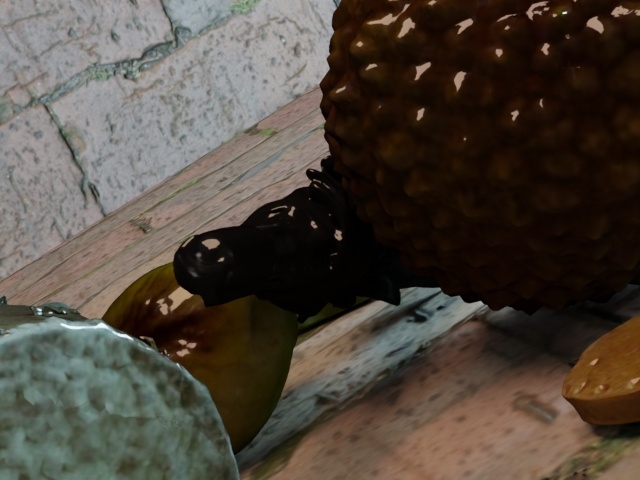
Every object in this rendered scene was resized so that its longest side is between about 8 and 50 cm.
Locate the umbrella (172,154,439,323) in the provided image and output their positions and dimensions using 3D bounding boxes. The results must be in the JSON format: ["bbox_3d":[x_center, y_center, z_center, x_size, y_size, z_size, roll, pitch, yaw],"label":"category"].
[{"bbox_3d":[0.000,0.000,0.899,0.118,0.118,0.340,-26,-5,23],"label":"umbrella"}]

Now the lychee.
[{"bbox_3d":[0.137,-0.083,0.797,0.267,0.267,0.267,-29,11,6],"label":"lychee"}]

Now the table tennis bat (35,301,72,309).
[{"bbox_3d":[-0.181,0.135,0.968,0.040,0.153,0.244,-6,-23,-28],"label":"table tennis bat"}]

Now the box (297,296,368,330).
[{"bbox_3d":[0.016,-0.001,1.245,0.173,0.043,0.311,-26,12,23],"label":"box"}]

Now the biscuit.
[{"bbox_3d":[0.173,0.051,0.644,0.140,0.023,0.118,-24,15,29],"label":"biscuit"}]

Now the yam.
[{"bbox_3d":[-0.193,0.134,0.722,0.241,0.241,0.348,-36,15,-27],"label":"yam"}]

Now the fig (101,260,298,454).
[{"bbox_3d":[-0.081,0.075,0.928,0.153,0.121,0.136,-43,47,-7],"label":"fig"}]
